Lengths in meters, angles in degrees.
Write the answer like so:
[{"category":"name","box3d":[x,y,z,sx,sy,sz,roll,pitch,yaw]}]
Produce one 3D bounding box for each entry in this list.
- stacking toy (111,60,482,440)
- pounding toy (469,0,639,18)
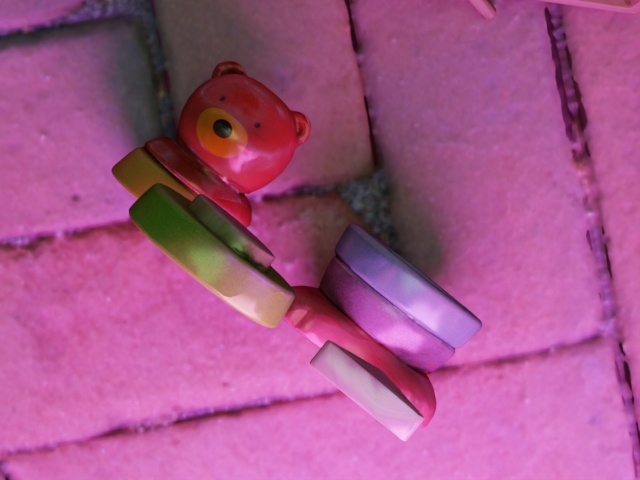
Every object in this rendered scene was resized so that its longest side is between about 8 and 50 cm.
[{"category":"stacking toy","box3d":[0.000,0.000,1.280,0.309,0.279,0.130,38,93,-6]},{"category":"pounding toy","box3d":[0.168,-0.241,1.334,0.206,0.181,0.094,6,77,-18]}]
